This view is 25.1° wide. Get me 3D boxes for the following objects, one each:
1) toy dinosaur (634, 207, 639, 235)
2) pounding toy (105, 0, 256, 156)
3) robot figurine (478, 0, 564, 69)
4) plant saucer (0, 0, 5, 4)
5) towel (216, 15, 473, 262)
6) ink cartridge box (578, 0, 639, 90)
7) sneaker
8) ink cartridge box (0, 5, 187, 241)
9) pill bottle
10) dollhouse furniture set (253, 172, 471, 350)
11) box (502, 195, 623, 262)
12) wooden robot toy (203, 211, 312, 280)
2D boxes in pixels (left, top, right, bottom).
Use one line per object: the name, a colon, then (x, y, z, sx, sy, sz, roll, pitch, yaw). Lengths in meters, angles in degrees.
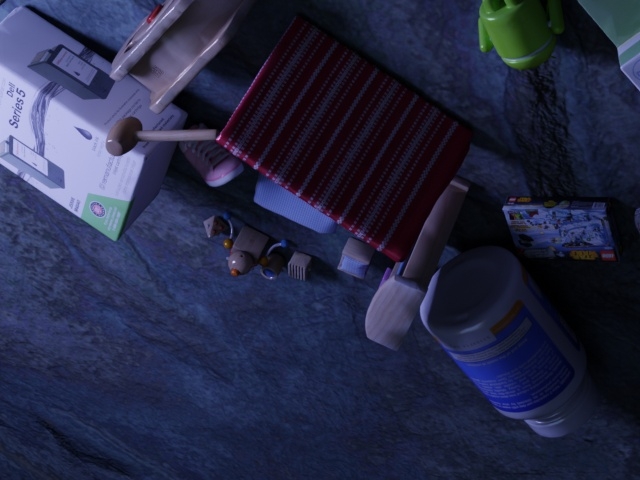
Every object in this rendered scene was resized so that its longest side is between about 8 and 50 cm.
toy dinosaur: (0.440, -0.037, 1.652, 0.218, 0.164, 0.322, 4, 143, 48)
pounding toy: (-0.161, -0.219, 1.790, 0.155, 0.154, 0.269, 39, 121, -16)
robot figurine: (0.219, -0.239, 1.600, 0.101, 0.067, 0.115, -13, 128, 29)
plant saucer: (-0.326, -0.446, 1.510, 0.100, 0.400, 0.400, -7, 151, -26)
towel: (0.035, -0.121, 1.746, 0.275, 0.199, 0.031, 33, 162, -8)
ink cartridge box: (0.375, -0.236, 1.484, 0.171, 0.056, 0.235, -36, 115, 26)
sneaker: (-0.153, -0.117, 1.933, 0.070, 0.051, 0.134, 58, 167, -24)
ink cartridge box: (-0.339, -0.157, 1.945, 0.273, 0.115, 0.198, 33, 142, 4)
pill bottle: (0.264, 0.146, 1.944, 0.152, 0.152, 0.272, -11, 132, 38)
dollhouse furniture set: (0.000, 0.000, 1.894, 0.303, 0.198, 0.286, 24, 142, 3)
box: (0.310, -0.014, 1.839, 0.137, 0.027, 0.094, 2, 135, 28)
wooden robot toy: (-0.103, 0.030, 2.083, 0.173, 0.079, 0.076, 26, 142, 1)
